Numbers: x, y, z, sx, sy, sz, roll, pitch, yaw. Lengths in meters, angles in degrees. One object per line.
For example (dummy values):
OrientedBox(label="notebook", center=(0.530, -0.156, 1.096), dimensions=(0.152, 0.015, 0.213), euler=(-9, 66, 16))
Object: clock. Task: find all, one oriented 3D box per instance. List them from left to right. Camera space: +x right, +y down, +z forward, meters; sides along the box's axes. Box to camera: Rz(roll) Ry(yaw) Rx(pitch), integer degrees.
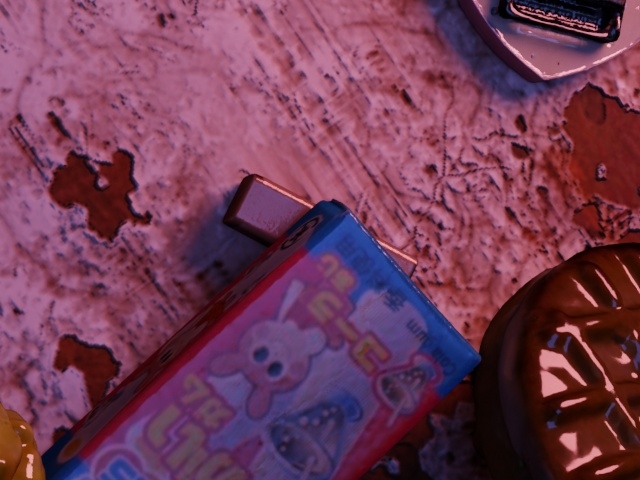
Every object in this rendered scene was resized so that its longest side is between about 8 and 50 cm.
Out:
OrientedBox(label="clock", center=(0.192, -0.211, 1.552), dimensions=(0.198, 0.064, 0.172), euler=(13, 84, -14))

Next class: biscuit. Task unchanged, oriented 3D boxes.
OrientedBox(label="biscuit", center=(0.262, 0.125, 1.472), dimensions=(0.366, 0.115, 0.268), euler=(-4, 63, -41))

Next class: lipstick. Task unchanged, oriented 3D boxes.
OrientedBox(label="lipstick", center=(0.000, 0.000, 1.499), dimensions=(0.145, 0.045, 0.045), euler=(27, 80, -13))

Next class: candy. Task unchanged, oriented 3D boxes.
OrientedBox(label="candy", center=(-0.048, 0.128, 1.430), dimensions=(0.306, 0.100, 0.157), euler=(-42, 101, -2))

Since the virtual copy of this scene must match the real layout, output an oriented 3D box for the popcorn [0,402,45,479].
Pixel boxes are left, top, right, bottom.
OrientedBox(label="popcorn", center=(-0.327, 0.175, 1.313), dimensions=(0.270, 0.224, 0.258), euler=(32, 74, 0))
